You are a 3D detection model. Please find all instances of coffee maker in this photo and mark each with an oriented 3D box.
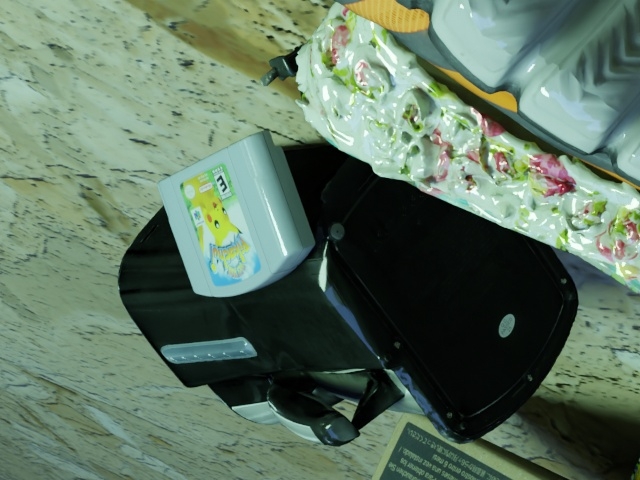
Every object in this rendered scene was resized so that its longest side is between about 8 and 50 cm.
[{"bbox_3d":[0.000,0.000,0.838,0.178,0.120,0.171,-7,102,56],"label":"coffee maker"}]

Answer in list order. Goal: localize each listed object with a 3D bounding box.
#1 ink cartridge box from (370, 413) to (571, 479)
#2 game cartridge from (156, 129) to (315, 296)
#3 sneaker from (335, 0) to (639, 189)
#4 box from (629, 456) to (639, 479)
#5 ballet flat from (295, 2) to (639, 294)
[{"bbox_3d":[0.159,0.187,1.008,0.234,0.088,0.193,28,179,-31],"label":"ink cartridge box"},{"bbox_3d":[-0.034,-0.007,0.760,0.083,0.017,0.056,-22,90,57],"label":"game cartridge"},{"bbox_3d":[0.007,-0.107,0.492,0.321,0.124,0.180,38,165,-3],"label":"sneaker"},{"bbox_3d":[0.235,0.134,0.929,0.169,0.059,0.054,26,162,2],"label":"box"},{"bbox_3d":[0.104,-0.032,0.652,0.241,0.091,0.077,19,136,8],"label":"ballet flat"}]
